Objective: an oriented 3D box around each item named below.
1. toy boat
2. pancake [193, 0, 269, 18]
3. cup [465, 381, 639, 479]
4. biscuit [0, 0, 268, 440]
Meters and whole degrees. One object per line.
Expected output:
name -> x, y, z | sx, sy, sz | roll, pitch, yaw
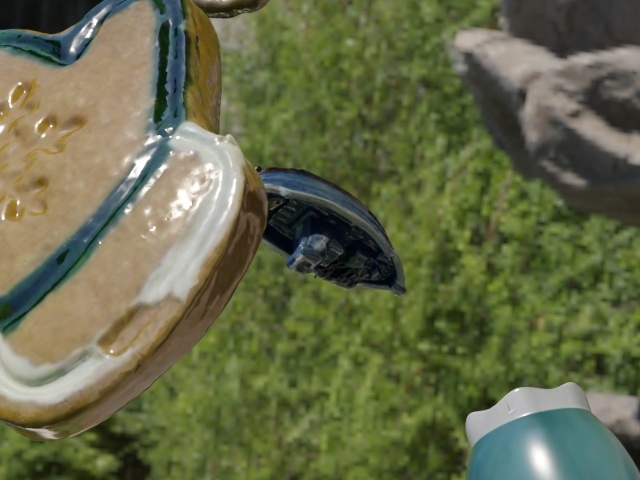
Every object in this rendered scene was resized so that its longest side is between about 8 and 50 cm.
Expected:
toy boat -> 0.000, 0.000, 2.246 | 0.129, 0.309, 0.142 | -42, 30, 36
pancake -> -0.121, -0.347, 1.838 | 0.190, 0.184, 0.020 | -34, 6, 19
cup -> 0.194, 0.218, 1.318 | 0.167, 0.299, 0.173 | 120, 140, -53
biscuit -> -0.166, -0.044, 0.951 | 0.344, 0.057, 0.287 | 32, 75, 40
